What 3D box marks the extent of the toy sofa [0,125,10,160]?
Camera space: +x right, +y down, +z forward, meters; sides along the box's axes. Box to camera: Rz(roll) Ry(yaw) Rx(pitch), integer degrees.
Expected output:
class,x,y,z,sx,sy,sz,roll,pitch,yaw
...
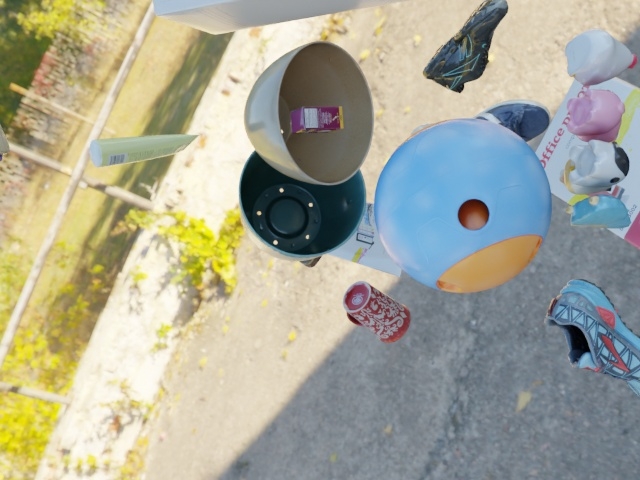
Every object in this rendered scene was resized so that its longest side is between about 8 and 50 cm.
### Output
class,x,y,z,sx,sy,sz,roll,pitch,yaw
toy sofa,-0.765,-0.309,1.409,0.150,0.177,0.363,-14,91,16

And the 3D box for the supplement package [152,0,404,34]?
class,x,y,z,sx,sy,sz,roll,pitch,yaw
supplement package,-0.037,-0.361,0.840,0.175,0.292,0.178,-26,-69,-72

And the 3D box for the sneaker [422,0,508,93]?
class,x,y,z,sx,sy,sz,roll,pitch,yaw
sneaker,0.327,-0.413,1.528,0.101,0.106,0.267,-54,6,-30

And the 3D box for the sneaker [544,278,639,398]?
class,x,y,z,sx,sy,sz,roll,pitch,yaw
sneaker,0.501,0.203,1.285,0.125,0.262,0.104,-38,-6,-18

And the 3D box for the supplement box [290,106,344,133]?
class,x,y,z,sx,sy,sz,roll,pitch,yaw
supplement box,-0.006,-0.224,1.332,0.055,0.083,0.043,0,95,63

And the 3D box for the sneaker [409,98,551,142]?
class,x,y,z,sx,sy,sz,roll,pitch,yaw
sneaker,0.387,-0.233,1.738,0.349,0.131,0.148,-15,36,17

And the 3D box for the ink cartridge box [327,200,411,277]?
class,x,y,z,sx,sy,sz,roll,pitch,yaw
ink cartridge box,0.161,-0.010,1.940,0.232,0.171,0.168,17,95,27

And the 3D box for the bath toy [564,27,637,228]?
class,x,y,z,sx,sy,sz,roll,pitch,yaw
bath toy,0.500,-0.200,1.278,0.151,0.128,0.349,164,110,-72

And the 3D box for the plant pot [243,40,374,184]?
class,x,y,z,sx,sy,sz,roll,pitch,yaw
plant pot,-0.051,-0.257,1.493,0.190,0.284,0.284,3,70,43

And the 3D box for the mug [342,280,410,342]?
class,x,y,z,sx,sy,sz,roll,pitch,yaw
mug,0.130,0.193,1.878,0.150,0.169,0.113,-35,42,20

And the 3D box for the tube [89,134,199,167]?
class,x,y,z,sx,sy,sz,roll,pitch,yaw
tube,-0.394,-0.208,1.608,0.070,0.240,0.062,32,124,42

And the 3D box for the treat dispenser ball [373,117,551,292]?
class,x,y,z,sx,sy,sz,roll,pitch,yaw
treat dispenser ball,0.232,-0.057,1.183,0.288,0.288,0.288,-41,36,39

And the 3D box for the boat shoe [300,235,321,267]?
class,x,y,z,sx,sy,sz,roll,pitch,yaw
boat shoe,0.000,0.000,2.109,0.064,0.060,0.178,27,81,35

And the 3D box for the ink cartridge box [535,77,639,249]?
class,x,y,z,sx,sy,sz,roll,pitch,yaw
ink cartridge box,0.666,-0.163,1.517,0.384,0.160,0.279,45,119,43

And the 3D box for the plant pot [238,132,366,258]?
class,x,y,z,sx,sy,sz,roll,pitch,yaw
plant pot,-0.060,-0.083,1.707,0.235,0.292,0.293,134,154,-73
